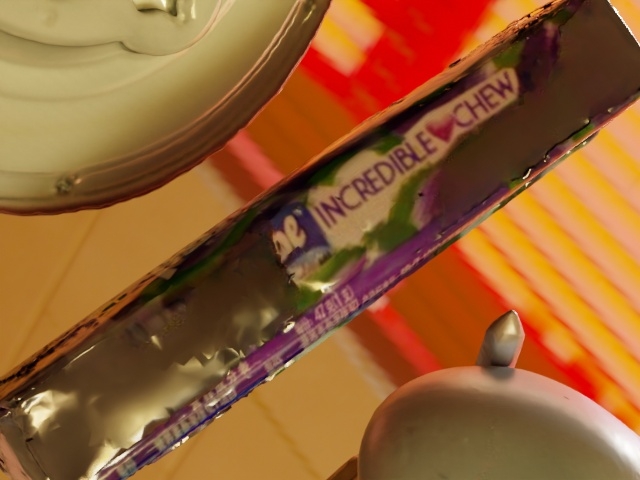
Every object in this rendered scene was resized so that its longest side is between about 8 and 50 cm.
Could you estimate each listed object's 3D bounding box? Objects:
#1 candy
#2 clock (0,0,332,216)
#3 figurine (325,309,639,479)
[{"bbox_3d":[0.000,0.000,0.799,0.312,0.088,0.061,-36,-82,-15],"label":"candy"},{"bbox_3d":[-0.110,-0.166,0.812,0.318,0.318,0.080,2,-173,-36],"label":"clock"},{"bbox_3d":[0.022,0.229,0.986,0.224,0.382,0.205,53,-174,12],"label":"figurine"}]
